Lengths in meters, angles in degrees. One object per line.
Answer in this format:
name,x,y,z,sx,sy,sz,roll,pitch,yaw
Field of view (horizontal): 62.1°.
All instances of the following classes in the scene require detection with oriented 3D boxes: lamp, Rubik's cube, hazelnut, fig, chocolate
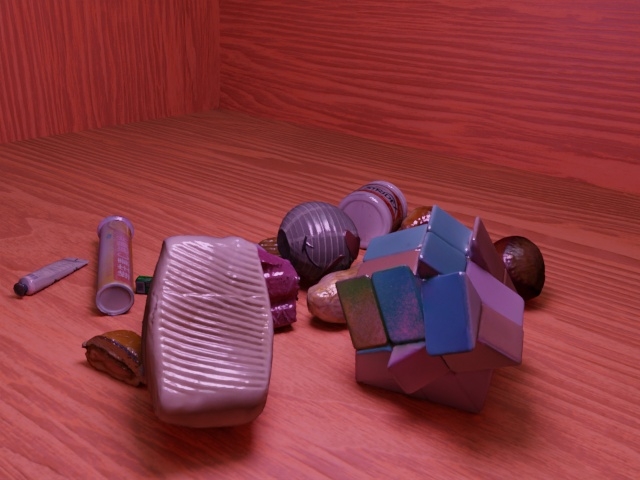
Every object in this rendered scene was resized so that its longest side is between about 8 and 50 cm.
lamp,0.000,0.000,1.511,0.233,0.232,0.265,-5,-4,-19
Rubik's cube,0.229,0.149,1.129,0.388,0.367,0.358,11,42,13
hazelnut,0.536,0.087,1.534,0.208,0.208,0.208,4,24,-2
fig,0.355,-0.039,1.860,0.159,0.159,0.257,5,2,2
chocolate,0.086,0.133,1.403,0.134,0.134,0.309,23,26,37

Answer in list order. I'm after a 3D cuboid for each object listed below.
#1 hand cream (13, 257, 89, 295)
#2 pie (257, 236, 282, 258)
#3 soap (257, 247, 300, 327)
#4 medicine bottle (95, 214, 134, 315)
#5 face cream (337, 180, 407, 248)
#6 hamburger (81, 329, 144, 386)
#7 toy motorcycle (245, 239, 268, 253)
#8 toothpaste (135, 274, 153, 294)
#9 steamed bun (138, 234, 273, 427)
hand cream,-0.743,0.091,1.463,0.080,0.050,0.234,9,20,12
pie,-0.117,0.039,1.679,0.195,0.046,0.195,5,23,-2
soap,-0.216,0.121,1.277,0.325,0.220,0.127,-6,17,-21
medicine bottle,-0.572,0.060,1.491,0.108,0.108,0.426,-5,27,-19
face cream,0.177,-0.090,1.828,0.201,0.200,0.187,15,26,24
hamburger,-0.412,0.232,1.138,0.176,0.087,0.102,13,26,24
toy motorcycle,-0.240,0.071,1.452,0.327,0.143,0.188,4,18,-28
toothpaste,-0.407,0.126,1.434,0.179,0.043,0.037,5,21,1
steamed bun,-0.229,0.188,1.055,0.247,0.236,0.383,5,55,-23
